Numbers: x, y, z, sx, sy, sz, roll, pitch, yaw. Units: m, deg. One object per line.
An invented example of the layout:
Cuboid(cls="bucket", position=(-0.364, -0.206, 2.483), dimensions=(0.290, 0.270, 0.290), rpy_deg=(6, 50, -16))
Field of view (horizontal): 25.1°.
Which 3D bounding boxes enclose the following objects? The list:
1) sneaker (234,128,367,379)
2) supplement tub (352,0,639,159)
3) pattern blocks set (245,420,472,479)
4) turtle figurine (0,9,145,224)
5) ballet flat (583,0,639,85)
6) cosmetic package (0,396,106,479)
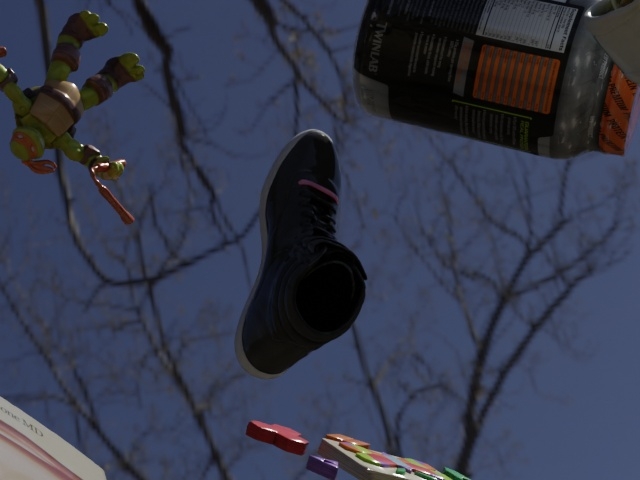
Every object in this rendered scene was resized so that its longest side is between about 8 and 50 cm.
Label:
Cuboid(cls="sneaker", position=(0.000, 0.000, 1.549), dimensions=(0.105, 0.295, 0.147), rpy_deg=(25, -26, -26))
Cuboid(cls="supplement tub", position=(0.211, -0.203, 1.638), dimensions=(0.316, 0.193, 0.193), rpy_deg=(16, -29, 15))
Cuboid(cls="pattern blocks set", position=(0.094, 0.293, 1.820), dimensions=(0.325, 0.285, 0.026), rpy_deg=(18, -88, -42))
Cuboid(cls="turtle figurine", position=(-0.290, -0.148, 1.651), dimensions=(0.269, 0.217, 0.087), rpy_deg=(39, -40, -10))
Cuboid(cls="ballet flat", position=(0.382, -0.322, 1.318), dimensions=(0.139, 0.139, 0.400), rpy_deg=(16, -63, -38))
Cuboid(cls="cosmetic package", position=(-0.202, 0.224, 0.874), dimensions=(0.153, 0.296, 0.129), rpy_deg=(39, -84, -28))
